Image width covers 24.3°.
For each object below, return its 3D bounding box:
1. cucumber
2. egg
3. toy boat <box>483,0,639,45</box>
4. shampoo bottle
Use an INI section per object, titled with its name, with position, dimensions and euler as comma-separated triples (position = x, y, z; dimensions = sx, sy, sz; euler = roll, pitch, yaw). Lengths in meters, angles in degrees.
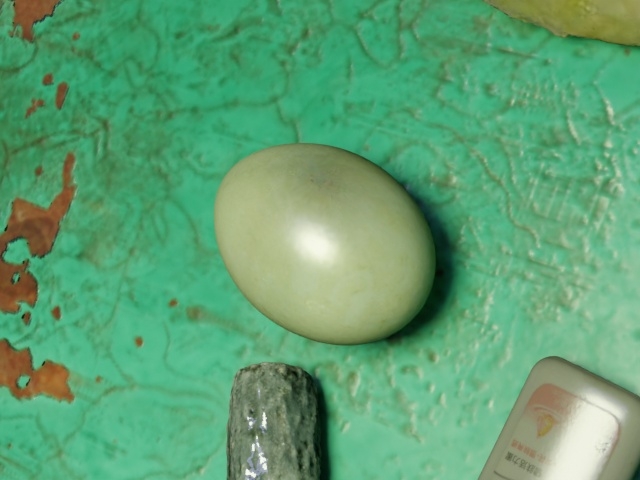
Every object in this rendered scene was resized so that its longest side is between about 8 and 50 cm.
[cucumber]
position = -0.031, 0.132, 0.909
dimensions = 0.064, 0.064, 0.112
euler = -10, 73, 25
[egg]
position = 0.000, 0.000, 0.896
dimensions = 0.152, 0.114, 0.114
euler = 34, 94, 33
[toy boat]
position = 0.132, -0.272, 0.898
dimensions = 0.276, 0.111, 0.293
euler = 10, 83, 24
[shampoo bottle]
position = 0.122, 0.151, 0.835
dimensions = 0.080, 0.040, 0.165
euler = 27, 89, 29
